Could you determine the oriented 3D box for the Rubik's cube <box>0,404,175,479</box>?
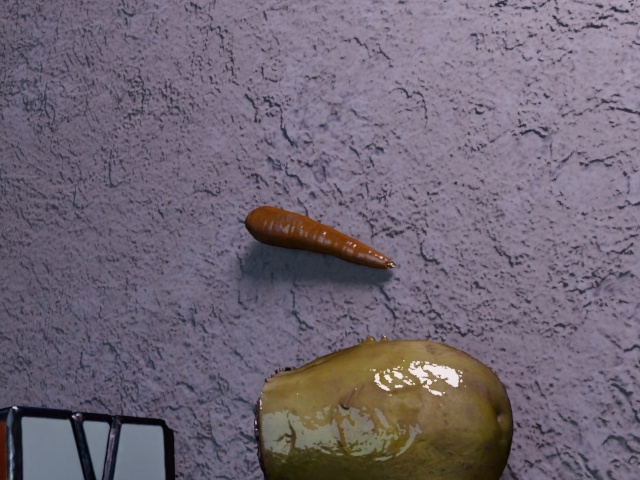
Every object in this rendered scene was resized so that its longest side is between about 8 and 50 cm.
[{"bbox_3d":[-0.366,0.363,1.811,0.283,0.288,0.293,-9,74,34],"label":"Rubik's cube"}]

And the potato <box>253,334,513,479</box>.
[{"bbox_3d":[0.079,0.209,1.579,0.266,0.229,0.229,-7,76,20],"label":"potato"}]

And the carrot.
[{"bbox_3d":[0.000,0.000,1.764,0.216,0.048,0.048,17,91,32],"label":"carrot"}]
